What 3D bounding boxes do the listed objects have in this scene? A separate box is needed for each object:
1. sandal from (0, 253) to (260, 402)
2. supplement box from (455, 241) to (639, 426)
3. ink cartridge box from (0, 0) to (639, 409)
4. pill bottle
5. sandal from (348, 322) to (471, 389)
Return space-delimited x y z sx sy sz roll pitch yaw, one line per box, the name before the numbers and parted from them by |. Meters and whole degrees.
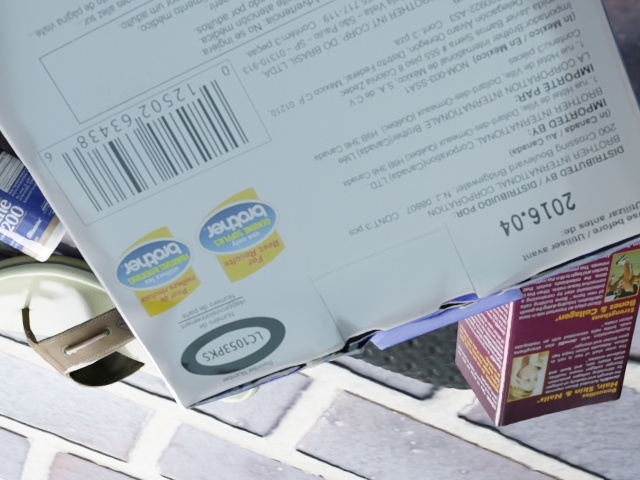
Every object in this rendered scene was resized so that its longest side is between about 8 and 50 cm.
sandal | -0.201 0.099 0.851 0.302 0.086 0.120 19 137 -5
supplement box | 0.162 0.030 0.626 0.104 0.081 0.188 -10 124 -13
ink cartridge box | -0.010 -0.094 0.440 0.270 0.151 0.395 -22 111 14
pill bottle | -0.268 -0.039 0.741 0.120 0.067 0.067 32 135 -17
sandal | -0.001 0.002 0.698 0.445 0.107 0.167 29 136 -32
